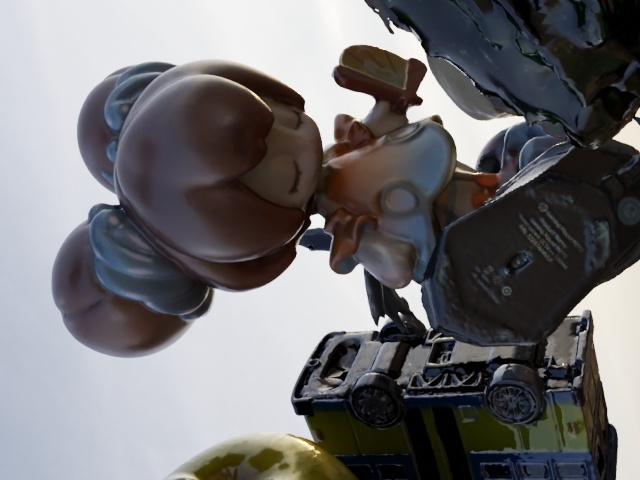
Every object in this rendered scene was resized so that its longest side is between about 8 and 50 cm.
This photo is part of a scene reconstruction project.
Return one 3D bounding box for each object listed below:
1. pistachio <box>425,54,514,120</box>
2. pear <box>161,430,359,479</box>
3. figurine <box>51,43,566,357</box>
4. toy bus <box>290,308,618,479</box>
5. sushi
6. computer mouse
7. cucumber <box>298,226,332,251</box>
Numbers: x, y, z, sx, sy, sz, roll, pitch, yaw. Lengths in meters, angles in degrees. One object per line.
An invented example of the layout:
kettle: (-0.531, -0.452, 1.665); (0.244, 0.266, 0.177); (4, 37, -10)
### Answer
pistachio: (0.289, -0.299, 1.641); (0.215, 0.144, 0.144); (45, -164, 14)
pear: (-0.021, 0.350, 0.848); (0.191, 0.340, 0.386); (-36, -56, -66)
figurine: (-0.015, -0.040, 0.784); (0.248, 0.388, 0.276); (121, 153, -54)
toy bus: (0.134, 0.172, 0.907); (0.138, 0.288, 0.175); (-57, -45, -55)
sushi: (0.085, -0.164, 0.466); (0.287, 0.149, 0.140); (41, -144, 2)
computer mouse: (0.157, 0.005, 0.662); (0.106, 0.192, 0.062); (52, -170, 2)
cucumber: (0.000, 0.000, 1.335); (0.043, 0.163, 0.039); (53, -127, -34)
